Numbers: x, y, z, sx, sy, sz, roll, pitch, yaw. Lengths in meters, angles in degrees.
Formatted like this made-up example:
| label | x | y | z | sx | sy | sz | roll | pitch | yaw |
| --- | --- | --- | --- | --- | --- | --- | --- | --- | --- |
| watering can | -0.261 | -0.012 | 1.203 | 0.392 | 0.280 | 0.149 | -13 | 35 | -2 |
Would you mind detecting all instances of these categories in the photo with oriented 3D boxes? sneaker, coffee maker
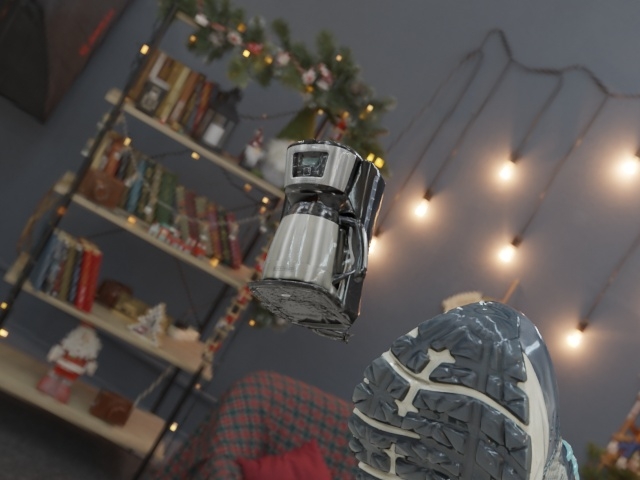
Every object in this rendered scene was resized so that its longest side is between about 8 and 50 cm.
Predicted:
| label | x | y | z | sx | sy | sz | roll | pitch | yaw |
| --- | --- | --- | --- | --- | --- | --- | --- | --- | --- |
| sneaker | 0.093 | 0.135 | 0.534 | 0.110 | 0.283 | 0.122 | 29 | 47 | 34 |
| coffee maker | 0.000 | 0.000 | 1.042 | 0.120 | 0.178 | 0.171 | 12 | -22 | 5 |
